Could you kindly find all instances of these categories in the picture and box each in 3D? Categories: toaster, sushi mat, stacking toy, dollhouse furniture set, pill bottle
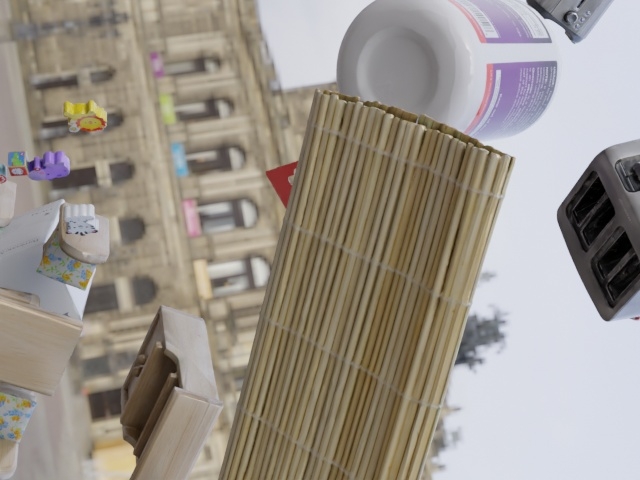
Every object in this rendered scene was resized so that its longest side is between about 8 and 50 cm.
[{"bbox_3d":[0.411,-0.438,2.040,0.146,0.129,0.227,-49,-156,19],"label":"toaster"},{"bbox_3d":[0.016,0.072,0.775,0.151,0.019,0.316,23,-77,38],"label":"sushi mat"},{"bbox_3d":[0.371,-0.010,1.429,0.185,0.110,0.168,114,-37,-58],"label":"toaster"},{"bbox_3d":[-0.375,-0.088,1.514,0.052,0.221,0.167,96,-9,-62],"label":"stacking toy"},{"bbox_3d":[-0.353,0.167,1.619,0.362,0.394,0.256,-63,-160,17],"label":"dollhouse furniture set"},{"bbox_3d":[0.170,-0.203,1.469,0.181,0.323,0.181,6,-79,32],"label":"pill bottle"}]

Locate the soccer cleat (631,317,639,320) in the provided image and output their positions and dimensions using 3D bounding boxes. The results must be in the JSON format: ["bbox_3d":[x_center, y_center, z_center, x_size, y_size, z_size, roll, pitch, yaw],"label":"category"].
[{"bbox_3d":[0.445,0.096,1.711,0.083,0.036,0.029,-26,120,-84],"label":"soccer cleat"}]

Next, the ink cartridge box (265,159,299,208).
[{"bbox_3d":[0.000,0.000,1.697,0.224,0.056,0.181,59,-28,-11],"label":"ink cartridge box"}]

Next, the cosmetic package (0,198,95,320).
[{"bbox_3d":[-0.474,0.062,1.843,0.224,0.224,0.138,-107,176,-70],"label":"cosmetic package"}]
